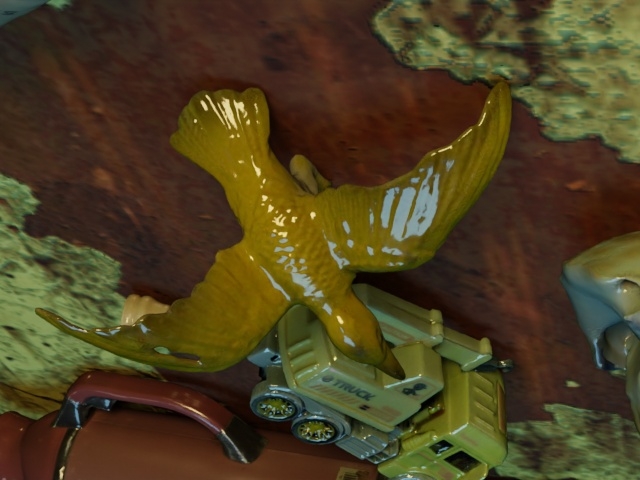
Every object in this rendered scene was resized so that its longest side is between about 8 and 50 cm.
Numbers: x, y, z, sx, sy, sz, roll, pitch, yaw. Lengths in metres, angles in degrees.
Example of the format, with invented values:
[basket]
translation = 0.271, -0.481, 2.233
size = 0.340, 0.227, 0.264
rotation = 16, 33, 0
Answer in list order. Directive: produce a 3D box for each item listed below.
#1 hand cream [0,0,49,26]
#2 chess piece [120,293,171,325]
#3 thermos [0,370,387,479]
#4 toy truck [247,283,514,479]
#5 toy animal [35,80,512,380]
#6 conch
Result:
[hand cream]
translation = -0.176, -0.100, 0.562
size = 0.095, 0.059, 0.276
rotation = 35, 149, -33
[chess piece]
translation = -0.070, 0.053, 0.824
size = 0.092, 0.035, 0.035
rotation = 5, 152, 7
[thermos]
translation = -0.106, 0.172, 0.972
size = 0.330, 0.110, 0.136
rotation = 6, 152, 16
[toy truck]
translation = 0.040, 0.078, 0.780
size = 0.100, 0.077, 0.169
rotation = -30, 128, 35
[toy animal]
translation = 0.000, 0.000, 0.634
size = 0.219, 0.095, 0.155
rotation = -30, 138, 11
[conch]
translation = 0.185, 0.054, 0.645
size = 0.173, 0.106, 0.116
rotation = 47, 163, -21
